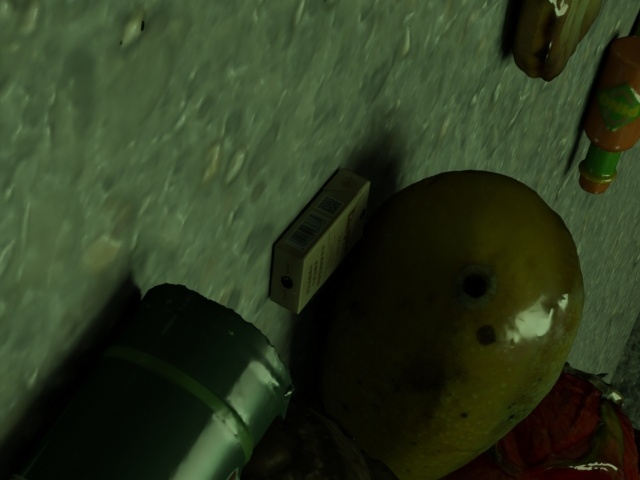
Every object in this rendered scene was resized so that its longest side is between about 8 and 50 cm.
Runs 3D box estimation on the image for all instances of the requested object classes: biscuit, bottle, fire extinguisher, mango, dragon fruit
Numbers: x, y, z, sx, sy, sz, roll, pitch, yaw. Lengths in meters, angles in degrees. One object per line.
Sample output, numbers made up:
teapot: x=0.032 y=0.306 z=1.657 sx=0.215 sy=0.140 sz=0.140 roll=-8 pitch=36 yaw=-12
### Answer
biscuit: x=0.234 y=-0.263 z=1.180 sx=0.299 sy=0.045 sz=0.154 roll=-59 pitch=161 yaw=-18
bottle: x=0.329 y=-0.133 z=1.606 sx=0.069 sy=0.069 sz=0.187 roll=-45 pitch=154 yaw=-46
fire extinguisher: x=-0.124 y=0.160 z=0.656 sx=0.093 sy=0.118 sz=0.294 roll=46 pitch=62 yaw=-24
mango: x=0.074 y=0.076 z=1.028 sx=0.176 sy=0.176 sz=0.329 roll=-20 pitch=158 yaw=-35
dragon fruit: x=0.168 y=0.260 z=1.365 sx=0.343 sy=0.277 sz=0.277 roll=-61 pitch=163 yaw=-3

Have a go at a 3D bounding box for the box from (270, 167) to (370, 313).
box: x=0.000 y=0.000 z=0.905 sx=0.083 sy=0.024 sz=0.053 roll=-52 pitch=159 yaw=-39

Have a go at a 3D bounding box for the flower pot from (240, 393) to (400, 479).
flower pot: x=0.006 y=0.259 z=0.819 sx=0.267 sy=0.267 sz=0.266 roll=-56 pitch=172 yaw=-11

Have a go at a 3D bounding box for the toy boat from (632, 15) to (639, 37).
toy boat: x=0.363 y=-0.222 z=1.666 sx=0.115 sy=0.016 sz=0.063 roll=-67 pitch=163 yaw=11
